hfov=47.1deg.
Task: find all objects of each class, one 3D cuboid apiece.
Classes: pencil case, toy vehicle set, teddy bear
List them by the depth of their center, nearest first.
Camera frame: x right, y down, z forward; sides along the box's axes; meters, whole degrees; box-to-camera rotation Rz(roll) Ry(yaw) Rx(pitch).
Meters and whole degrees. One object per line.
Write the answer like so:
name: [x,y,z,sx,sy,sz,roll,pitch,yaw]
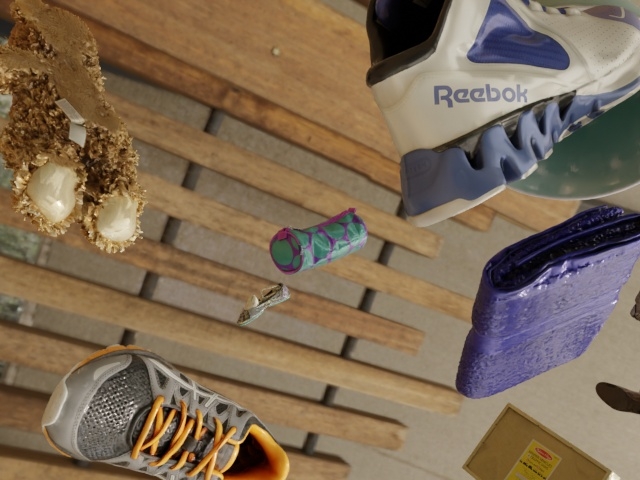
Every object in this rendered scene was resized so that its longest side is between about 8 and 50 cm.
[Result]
teddy bear: [-0.310,-0.129,0.860,0.113,0.245,0.337,-37,-106,26]
pencil case: [0.000,0.000,1.079,0.065,0.152,0.070,6,-73,42]
toy vehicle set: [0.407,0.439,1.390,0.166,0.035,0.267,-52,-147,-5]

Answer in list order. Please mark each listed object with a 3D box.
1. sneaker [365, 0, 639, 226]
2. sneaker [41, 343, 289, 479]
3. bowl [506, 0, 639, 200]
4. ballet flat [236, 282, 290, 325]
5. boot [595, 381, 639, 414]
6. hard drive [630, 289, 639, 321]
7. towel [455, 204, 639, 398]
sneaker: [0.146,-0.163,0.596,0.316,0.182,0.127,-37,-167,-35]
sneaker: [-0.099,0.135,0.525,0.083,0.215,0.084,20,-98,38]
bowl: [0.343,-0.221,1.016,0.311,0.312,0.163,-37,-155,43]
ballet flat: [-0.107,0.109,1.318,0.114,0.041,0.041,-30,-163,-25]
boot: [0.510,0.249,1.188,0.106,0.114,0.037,28,-69,30]
hard drive: [0.398,0.011,0.622,0.339,0.064,0.236,-83,-164,-80]
towel: [0.287,0.087,0.968,0.308,0.228,0.076,86,-20,-53]
